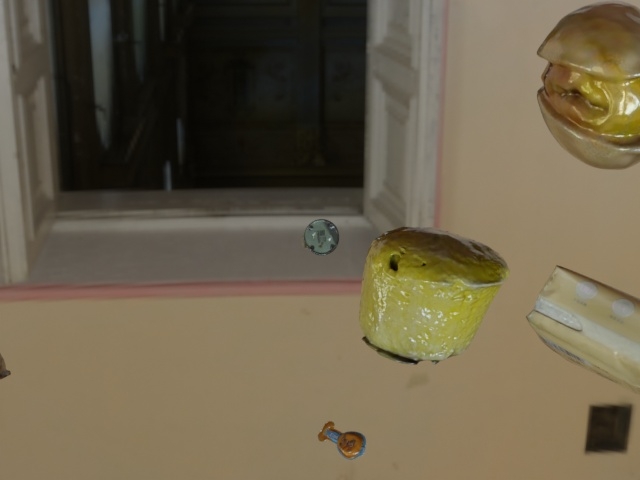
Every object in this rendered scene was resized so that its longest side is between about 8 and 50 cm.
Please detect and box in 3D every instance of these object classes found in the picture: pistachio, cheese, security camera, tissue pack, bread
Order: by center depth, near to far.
[{"bbox_3d":[0.344,0.116,1.082,0.222,0.090,0.186,25,178,33],"label":"tissue pack"},{"bbox_3d":[0.149,0.068,1.397,0.197,0.171,0.197,11,-159,-4],"label":"bread"},{"bbox_3d":[0.416,-0.222,1.449,0.229,0.230,0.309,2,-159,5],"label":"pistachio"},{"bbox_3d":[0.000,0.000,1.586,0.058,0.058,0.092,0,174,0],"label":"security camera"},{"bbox_3d":[0.036,0.324,1.675,0.111,0.017,0.047,17,-113,51],"label":"cheese"}]

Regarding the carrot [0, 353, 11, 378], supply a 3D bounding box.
[{"bbox_3d":[-0.350,0.020,0.862,0.102,0.263,0.102,-20,-170,4],"label":"carrot"}]
